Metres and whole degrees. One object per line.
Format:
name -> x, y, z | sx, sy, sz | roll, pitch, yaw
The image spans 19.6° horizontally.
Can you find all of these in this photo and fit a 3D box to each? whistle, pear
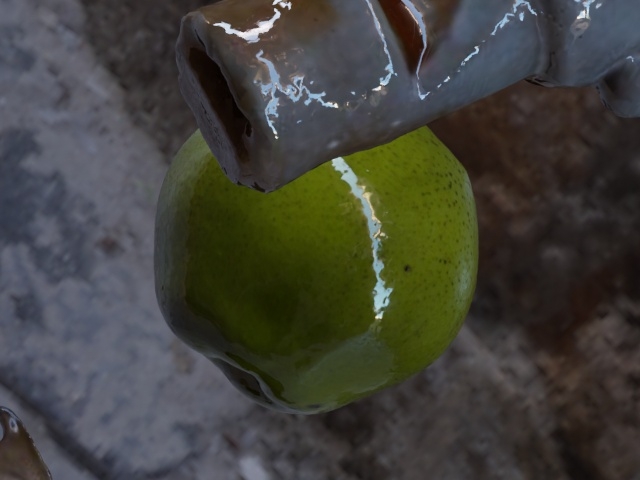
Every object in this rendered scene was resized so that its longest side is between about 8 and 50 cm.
whistle -> 0.075, -0.067, 0.380 | 0.220, 0.057, 0.107 | -25, 80, -14
pear -> 0.000, 0.000, 1.609 | 0.294, 0.294, 0.294 | 22, 44, -23

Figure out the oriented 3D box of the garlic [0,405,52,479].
garlic -> -0.196, 0.203, 1.009 | 0.128, 0.115, 0.206 | 34, 74, -12
